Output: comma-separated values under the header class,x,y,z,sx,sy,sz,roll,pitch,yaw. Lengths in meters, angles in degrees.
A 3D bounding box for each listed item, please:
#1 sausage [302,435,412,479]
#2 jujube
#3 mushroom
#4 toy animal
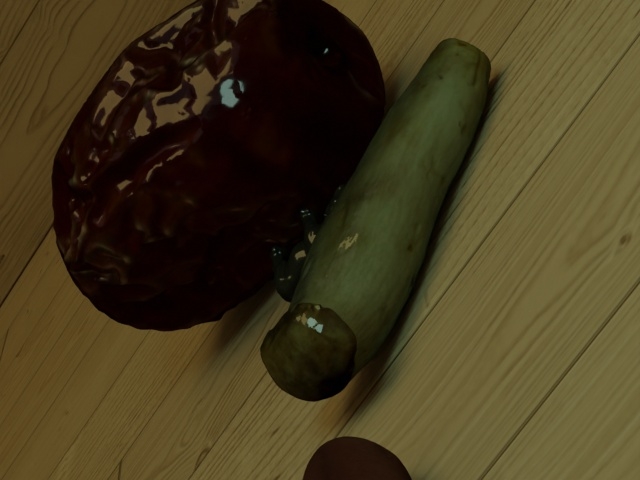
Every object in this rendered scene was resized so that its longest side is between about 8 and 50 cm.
class,x,y,z,sx,sy,sz,roll,pitch,yaw
sausage,0.044,0.218,0.974,0.088,0.088,0.433,-57,15,10
jujube,-0.109,-0.082,1.721,0.377,0.276,0.276,-36,26,31
mushroom,0.050,-0.017,1.389,0.107,0.087,0.333,-29,30,55
toy animal,0.000,0.000,1.589,0.135,0.047,0.065,-51,23,26
